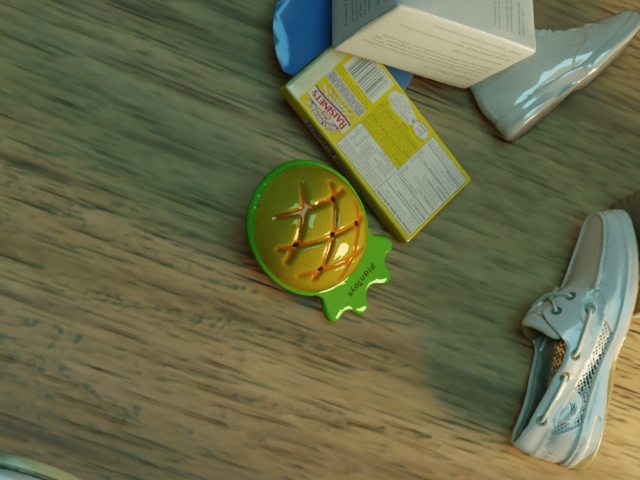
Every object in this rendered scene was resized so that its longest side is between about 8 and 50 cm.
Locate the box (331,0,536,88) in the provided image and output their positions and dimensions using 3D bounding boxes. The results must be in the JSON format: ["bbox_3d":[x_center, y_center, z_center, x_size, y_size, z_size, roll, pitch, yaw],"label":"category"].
[{"bbox_3d":[0.115,-0.274,1.684,0.182,0.119,0.180,13,68,-32],"label":"box"}]

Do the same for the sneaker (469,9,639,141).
[{"bbox_3d":[0.253,-0.201,1.769,0.212,0.080,0.094,-36,78,-18],"label":"sneaker"}]

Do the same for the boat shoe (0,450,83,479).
[{"bbox_3d":[-0.250,0.268,1.506,0.302,0.113,0.103,19,69,-12],"label":"boat shoe"}]

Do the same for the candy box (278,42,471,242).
[{"bbox_3d":[0.058,-0.108,1.696,0.105,0.027,0.206,-42,102,-21],"label":"candy box"}]

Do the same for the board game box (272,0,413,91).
[{"bbox_3d":[0.022,-0.213,1.724,0.169,0.033,0.133,22,76,-22],"label":"board game box"}]

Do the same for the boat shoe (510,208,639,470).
[{"bbox_3d":[0.255,0.091,1.691,0.096,0.098,0.277,16,76,-13],"label":"boat shoe"}]

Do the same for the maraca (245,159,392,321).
[{"bbox_3d":[0.000,0.000,1.644,0.186,0.099,0.127,45,78,-29],"label":"maraca"}]

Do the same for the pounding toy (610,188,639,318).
[{"bbox_3d":[0.420,-0.011,1.767,0.206,0.094,0.181,2,73,-25],"label":"pounding toy"}]
